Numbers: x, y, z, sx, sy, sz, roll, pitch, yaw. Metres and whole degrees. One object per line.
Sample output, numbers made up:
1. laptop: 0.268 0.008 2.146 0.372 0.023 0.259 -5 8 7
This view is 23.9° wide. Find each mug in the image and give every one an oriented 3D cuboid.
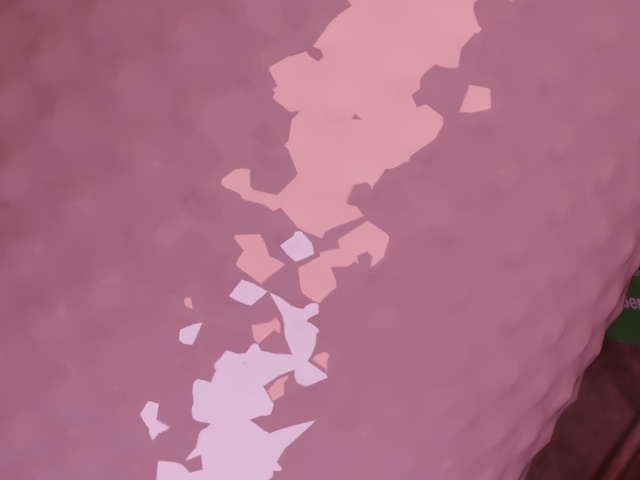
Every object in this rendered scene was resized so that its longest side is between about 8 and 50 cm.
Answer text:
1. mug: 0.000 0.000 0.582 0.374 0.276 0.328 22 91 -53

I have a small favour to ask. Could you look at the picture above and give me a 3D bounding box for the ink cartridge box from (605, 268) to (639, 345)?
1. ink cartridge box: 0.191 -0.071 0.731 0.153 0.087 0.208 -23 102 -20
